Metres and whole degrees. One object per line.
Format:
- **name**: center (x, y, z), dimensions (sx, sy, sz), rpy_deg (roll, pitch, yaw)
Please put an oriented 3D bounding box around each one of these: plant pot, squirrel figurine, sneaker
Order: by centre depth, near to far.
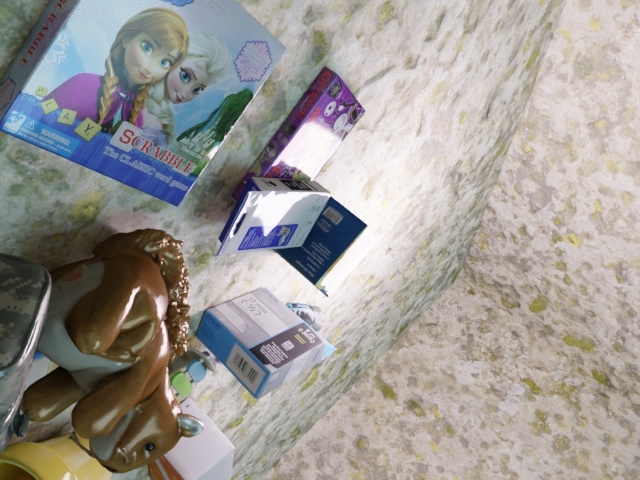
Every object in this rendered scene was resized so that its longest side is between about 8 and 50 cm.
- **squirrel figurine**: center (-0.327, 0.196, 1.056), dimensions (0.397, 0.281, 0.371), rpy_deg (-64, 140, -53)
- **plant pot**: center (-0.580, 0.529, 1.250), dimensions (0.254, 0.254, 0.239), rpy_deg (-56, 173, 12)
- **sneaker**: center (-0.138, 0.331, 1.938), dimensions (0.139, 0.125, 0.341), rpy_deg (22, 110, -38)

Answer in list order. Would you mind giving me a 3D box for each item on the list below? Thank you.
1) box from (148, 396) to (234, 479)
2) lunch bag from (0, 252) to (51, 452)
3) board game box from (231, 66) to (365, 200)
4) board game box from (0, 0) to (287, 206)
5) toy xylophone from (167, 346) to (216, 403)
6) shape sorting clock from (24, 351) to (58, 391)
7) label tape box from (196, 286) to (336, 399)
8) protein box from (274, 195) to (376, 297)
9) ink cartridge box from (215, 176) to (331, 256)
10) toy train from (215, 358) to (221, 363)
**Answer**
- **box**: center (-0.400, 0.680, 1.804), dimensions (0.168, 0.215, 0.345), rpy_deg (-33, 151, -35)
- **lunch bag**: center (-0.506, 0.144, 0.710), dimensions (0.305, 0.213, 0.256), rpy_deg (14, 122, -19)
- **board game box**: center (-0.043, -0.207, 1.362), dimensions (0.347, 0.056, 0.208), rpy_deg (-53, 153, 5)
- **board game box**: center (-0.243, -0.236, 0.848), dimensions (0.318, 0.066, 0.318), rpy_deg (-54, 145, 7)
- **toy xylophone**: center (-0.419, 0.386, 1.504), dimensions (0.323, 0.081, 0.236), rpy_deg (-45, 156, -14)
- **shape sorting clock**: center (-0.573, 0.259, 1.085), dimensions (0.206, 0.040, 0.206), rpy_deg (-44, 159, -22)
- **label tape box**: center (-0.126, 0.253, 1.627), dimensions (0.347, 0.249, 0.115), rpy_deg (-20, 143, -50)
- **protein box**: center (0.000, 0.000, 1.547), dimensions (0.201, 0.200, 0.136), rpy_deg (-49, 157, -4)
- **ink cartridge box**: center (-0.113, -0.057, 1.321), dimensions (0.165, 0.065, 0.332), rpy_deg (-59, 157, 19)
- **toy train**: center (-0.247, 0.323, 1.771), dimensions (0.125, 0.046, 0.166), rpy_deg (-57, 156, 15)
